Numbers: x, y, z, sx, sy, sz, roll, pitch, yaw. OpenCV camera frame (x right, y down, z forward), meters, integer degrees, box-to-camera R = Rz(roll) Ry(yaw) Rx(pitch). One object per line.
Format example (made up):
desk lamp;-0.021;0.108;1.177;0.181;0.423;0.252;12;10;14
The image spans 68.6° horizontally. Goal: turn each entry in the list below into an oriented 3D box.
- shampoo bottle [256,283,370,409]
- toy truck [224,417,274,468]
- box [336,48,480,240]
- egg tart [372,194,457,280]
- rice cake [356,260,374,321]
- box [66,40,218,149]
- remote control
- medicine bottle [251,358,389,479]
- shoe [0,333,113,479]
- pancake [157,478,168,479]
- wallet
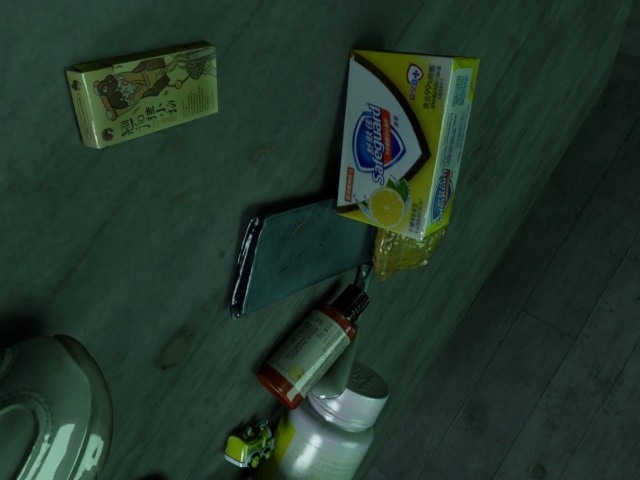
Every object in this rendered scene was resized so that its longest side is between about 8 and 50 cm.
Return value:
shampoo bottle;-0.001;0.204;0.962;0.278;0.104;0.104;-46;149;-23
toy truck;-0.145;0.421;0.987;0.111;0.076;0.077;-2;99;-59
box;0.126;-0.150;0.723;0.097;0.168;0.265;-26;129;-50
egg tart;0.203;-0.041;0.998;0.290;0.115;0.290;-54;156;-37
rice cake;0.096;0.123;1.118;0.042;0.030;0.180;-46;152;-50
box;-0.162;-0.143;0.454;0.149;0.020;0.073;-33;143;-39
remote control;0.033;0.252;1.023;0.229;0.073;0.044;-64;146;-54
medicine bottle;-0.002;0.473;1.107;0.213;0.213;0.379;9;109;-60
shoe;-0.336;0.221;0.368;0.351;0.172;0.198;-55;149;-12
pancake;-0.355;0.528;0.765;0.294;0.049;0.294;-41;148;-33
wallet;0.000;0.000;0.830;0.379;0.046;0.191;-19;131;-50
